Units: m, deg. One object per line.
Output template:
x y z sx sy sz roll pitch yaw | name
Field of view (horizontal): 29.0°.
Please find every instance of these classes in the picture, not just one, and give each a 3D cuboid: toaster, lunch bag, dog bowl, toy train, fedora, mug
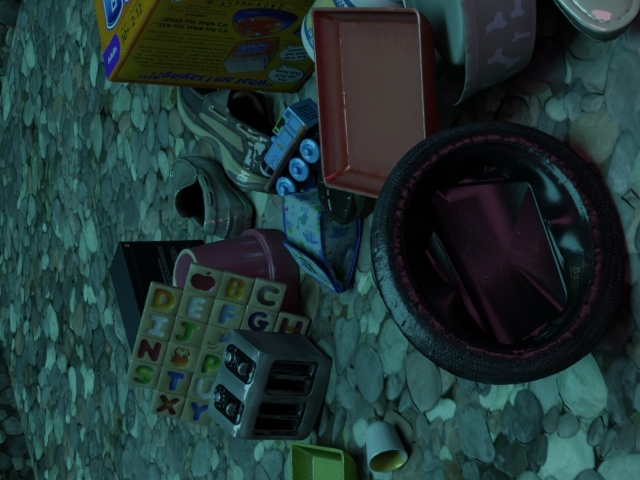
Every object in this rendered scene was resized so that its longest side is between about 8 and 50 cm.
-0.082 0.249 2.118 0.110 0.185 0.168 37 114 53 | toaster
0.000 0.000 2.046 0.129 0.096 0.151 32 132 54 | lunch bag
0.177 -0.353 1.578 0.349 0.102 0.349 166 90 -85 | dog bowl
-0.041 -0.150 2.099 0.105 0.080 0.184 48 133 14 | toy train
0.214 0.027 1.534 0.152 0.334 0.334 80 178 -70 | fedora
0.093 0.318 1.903 0.078 0.062 0.064 -56 35 36 | mug

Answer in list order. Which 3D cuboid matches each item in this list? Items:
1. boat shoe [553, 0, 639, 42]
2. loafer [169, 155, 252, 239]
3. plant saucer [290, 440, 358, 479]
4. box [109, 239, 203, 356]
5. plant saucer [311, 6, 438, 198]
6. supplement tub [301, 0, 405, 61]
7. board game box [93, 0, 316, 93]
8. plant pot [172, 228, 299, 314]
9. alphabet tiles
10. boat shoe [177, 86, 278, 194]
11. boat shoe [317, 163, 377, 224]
0.291 -0.362 1.495 0.097 0.116 0.324 78 170 -63 | boat shoe
-0.241 -0.093 2.455 0.319 0.111 0.112 38 122 55 | loafer
0.013 0.434 2.061 0.188 0.045 0.188 -7 84 61 | plant saucer
-0.305 0.128 2.500 0.103 0.184 0.261 -59 41 43 | box
0.081 -0.188 1.680 0.258 0.047 0.259 17 114 57 | plant saucer
0.070 -0.351 1.855 0.200 0.144 0.144 -52 46 48 | supplement tub
-0.159 -0.494 2.054 0.356 0.356 0.356 -45 52 52 | board game box
-0.162 0.078 2.243 0.201 0.180 0.201 1 91 62 | plant pot
-0.185 0.197 2.197 0.011 0.285 0.343 -89 15 -59 | alphabet tiles
-0.148 -0.224 2.299 0.355 0.132 0.130 48 122 39 | boat shoe
0.087 -0.169 1.846 0.123 0.119 0.324 56 143 37 | boat shoe
